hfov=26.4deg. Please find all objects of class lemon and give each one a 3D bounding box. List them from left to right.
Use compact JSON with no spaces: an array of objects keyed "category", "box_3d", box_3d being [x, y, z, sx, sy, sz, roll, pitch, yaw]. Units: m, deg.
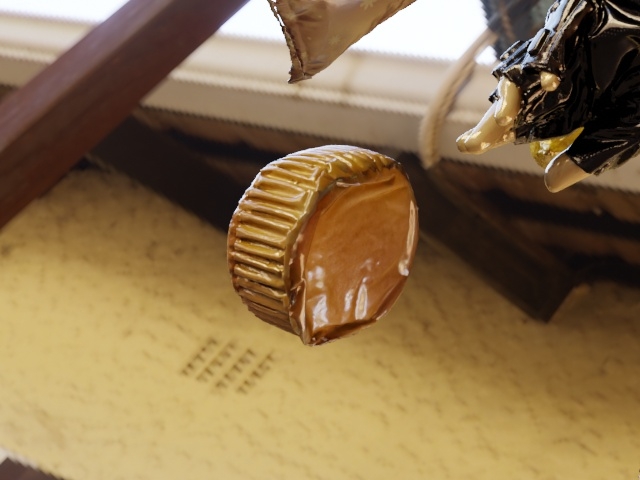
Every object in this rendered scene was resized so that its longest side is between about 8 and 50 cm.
[{"category":"lemon","box_3d":[0.230,-0.095,1.287,0.065,0.092,0.065,14,-62,29]}]

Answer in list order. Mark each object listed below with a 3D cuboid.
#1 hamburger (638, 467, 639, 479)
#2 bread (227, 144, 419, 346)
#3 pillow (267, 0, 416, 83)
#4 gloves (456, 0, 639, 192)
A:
[{"category":"hamburger","box_3d":[0.194,0.124,0.562,0.093,0.189,0.164,-42,-108,24]},{"category":"bread","box_3d":[0.000,-0.001,1.302,0.104,0.199,0.199,19,-39,36]},{"category":"pillow","box_3d":[0.044,-0.169,0.833,0.043,0.185,0.118,48,-14,21]},{"category":"gloves","box_3d":[0.203,-0.125,1.104,0.203,0.124,0.164,-16,-70,20]}]
